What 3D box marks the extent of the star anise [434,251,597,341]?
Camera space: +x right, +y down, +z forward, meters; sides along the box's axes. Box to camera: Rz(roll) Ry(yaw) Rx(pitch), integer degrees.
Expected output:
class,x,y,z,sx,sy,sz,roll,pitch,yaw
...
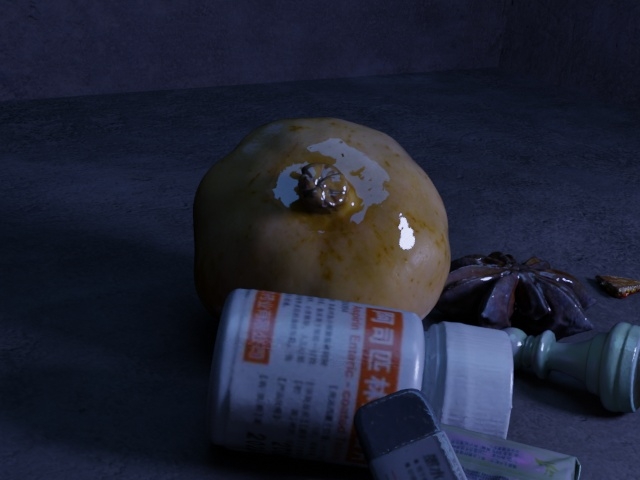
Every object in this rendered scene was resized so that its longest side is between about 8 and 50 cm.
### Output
class,x,y,z,sx,sy,sz,roll,pitch,yaw
star anise,0.349,0.098,1.786,0.315,0.108,0.315,10,23,-4

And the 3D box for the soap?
class,x,y,z,sx,sy,sz,roll,pitch,yaw
soap,0.179,0.318,1.117,0.199,0.138,0.182,13,22,13

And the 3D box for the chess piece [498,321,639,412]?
class,x,y,z,sx,sy,sz,roll,pitch,yaw
chess piece,0.373,0.186,1.581,0.271,0.139,0.139,6,18,30

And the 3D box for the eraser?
class,x,y,z,sx,sy,sz,roll,pitch,yaw
eraser,0.131,0.313,0.974,0.089,0.061,0.352,-21,60,-4

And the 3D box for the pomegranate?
class,x,y,z,sx,sy,sz,roll,pitch,yaw
pomegranate,0.000,0.000,1.527,0.411,0.412,0.411,7,21,-3

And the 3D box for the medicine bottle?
class,x,y,z,sx,sy,sz,roll,pitch,yaw
medicine bottle,0.048,0.187,1.302,0.371,0.211,0.211,8,21,1

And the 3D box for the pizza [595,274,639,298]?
class,x,y,z,sx,sy,sz,roll,pitch,yaw
pizza,0.595,0.091,2.003,0.100,0.029,0.099,-6,17,-38
